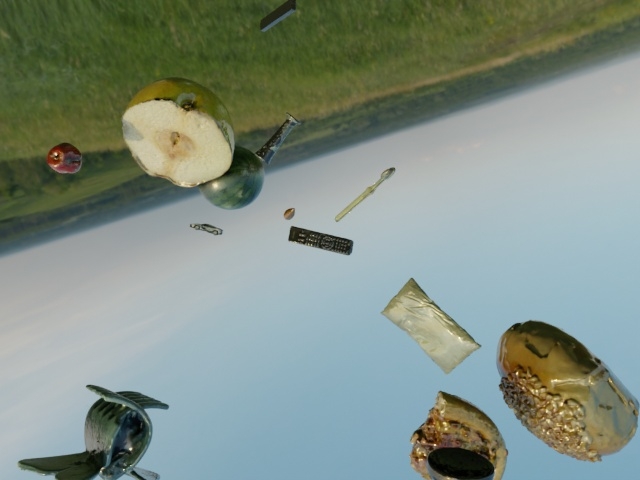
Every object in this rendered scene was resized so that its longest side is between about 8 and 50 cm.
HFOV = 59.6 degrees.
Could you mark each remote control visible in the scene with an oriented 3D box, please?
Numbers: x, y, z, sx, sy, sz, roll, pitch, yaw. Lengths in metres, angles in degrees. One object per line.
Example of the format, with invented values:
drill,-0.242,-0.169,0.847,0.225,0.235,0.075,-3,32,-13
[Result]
remote control,0.000,0.000,2.042,0.245,0.063,0.025,14,-170,15

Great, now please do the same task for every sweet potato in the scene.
sweet potato,-0.101,-0.087,1.813,0.034,0.034,0.095,-21,169,-21

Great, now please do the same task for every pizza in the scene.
pizza,0.379,0.584,1.568,0.277,0.409,0.114,-13,-155,12

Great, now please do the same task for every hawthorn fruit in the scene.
hawthorn fruit,-0.705,-0.224,1.538,0.093,0.093,0.093,-17,-172,3

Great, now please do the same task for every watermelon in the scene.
watermelon,-0.322,-0.225,2.009,0.242,0.242,0.242,-17,-172,3

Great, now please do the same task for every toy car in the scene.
toy car,-0.316,-0.034,1.549,0.093,0.025,0.041,16,180,-12

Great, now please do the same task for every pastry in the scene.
pastry,0.630,0.404,1.492,0.245,0.410,0.409,-41,-169,-5

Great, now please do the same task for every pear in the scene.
pear,-0.415,-0.351,1.712,0.386,0.340,0.191,-44,-152,54

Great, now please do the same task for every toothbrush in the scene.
toothbrush,0.137,-0.142,1.777,0.028,0.026,0.294,-6,153,-43

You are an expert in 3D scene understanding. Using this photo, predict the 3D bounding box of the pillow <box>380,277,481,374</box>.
pillow,0.263,0.209,1.350,0.050,0.229,0.148,-33,160,-41

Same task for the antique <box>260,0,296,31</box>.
antique,-0.110,-0.573,1.425,0.015,0.031,0.192,2,-178,-30

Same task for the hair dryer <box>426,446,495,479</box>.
hair dryer,0.234,0.648,1.323,0.284,0.321,0.156,13,-174,4

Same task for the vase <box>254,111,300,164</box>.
vase,-0.134,-0.319,1.747,0.167,0.059,0.059,-51,-174,5

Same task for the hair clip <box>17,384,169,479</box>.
hair clip,-0.556,0.530,1.503,0.392,0.239,0.318,20,162,-29
